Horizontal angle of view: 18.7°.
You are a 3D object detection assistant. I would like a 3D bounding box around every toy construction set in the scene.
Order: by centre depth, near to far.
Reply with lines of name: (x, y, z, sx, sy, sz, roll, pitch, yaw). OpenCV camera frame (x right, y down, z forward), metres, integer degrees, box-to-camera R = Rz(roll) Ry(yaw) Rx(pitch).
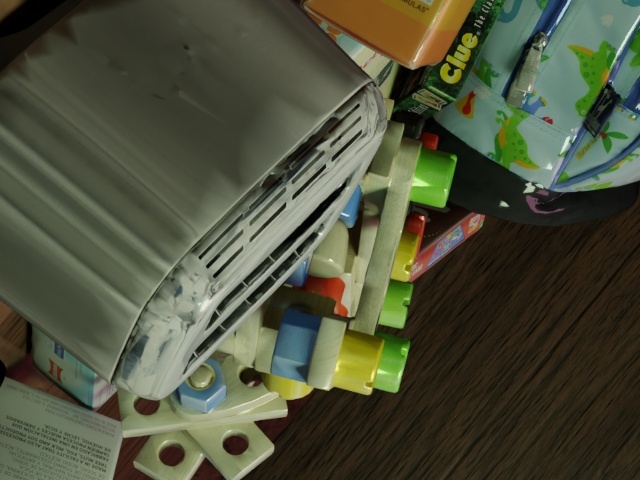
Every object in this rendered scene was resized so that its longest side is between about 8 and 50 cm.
toy construction set: (-0.012, 0.033, 1.101, 0.327, 0.151, 0.215, 126, -19, -63)

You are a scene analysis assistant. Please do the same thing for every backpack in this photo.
backpack: (0.241, -0.187, 1.490, 0.290, 0.273, 0.355, -14, 123, -59)

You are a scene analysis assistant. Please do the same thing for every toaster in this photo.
toaster: (-0.076, -0.033, 0.865, 0.227, 0.146, 0.129, -44, 170, -37)

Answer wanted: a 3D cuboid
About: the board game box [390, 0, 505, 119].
board game box: (0.085, -0.144, 1.408, 0.136, 0.030, 0.260, -62, -174, -10)

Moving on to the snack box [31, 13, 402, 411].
snack box: (-0.056, -0.047, 1.240, 0.322, 0.060, 0.187, -47, 171, -22)

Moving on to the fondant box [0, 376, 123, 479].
fondant box: (-0.224, 0.277, 1.173, 0.330, 0.096, 0.238, -82, -162, -56)

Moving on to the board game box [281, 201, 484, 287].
board game box: (0.000, 0.000, 1.428, 0.281, 0.145, 0.027, -35, 143, -55)

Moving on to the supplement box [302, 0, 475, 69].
supplement box: (0.080, -0.212, 1.057, 0.233, 0.080, 0.078, -60, 171, 13)

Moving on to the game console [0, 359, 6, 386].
game console: (-0.295, 0.203, 1.124, 0.361, 0.044, 0.213, -55, 171, 29)

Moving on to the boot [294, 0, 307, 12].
boot: (-0.037, -0.117, 1.092, 0.118, 0.042, 0.087, -47, 174, -20)
